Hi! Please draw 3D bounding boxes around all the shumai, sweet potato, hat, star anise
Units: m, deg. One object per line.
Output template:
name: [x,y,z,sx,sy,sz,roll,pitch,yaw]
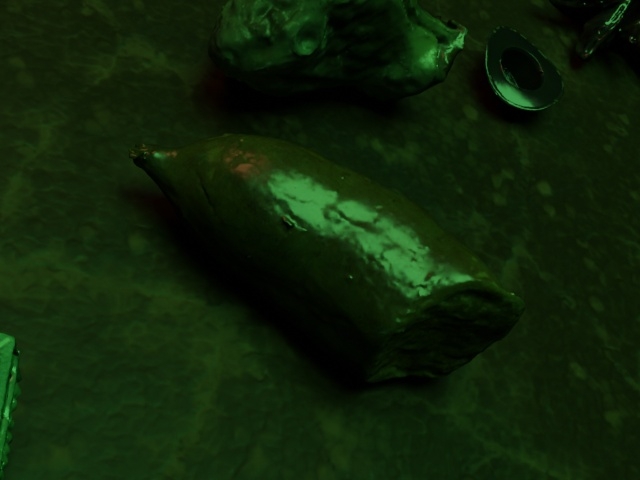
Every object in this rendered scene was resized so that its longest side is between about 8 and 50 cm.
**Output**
shumai: [0.029,-0.221,1.188,0.222,0.225,0.261,45,46,-2]
sweet potato: [0.000,0.000,1.053,0.369,0.158,0.158,37,47,6]
hat: [0.231,-0.196,1.391,0.121,0.050,0.121,14,56,-22]
star anise: [0.418,-0.328,1.528,0.212,0.129,0.283,36,80,13]

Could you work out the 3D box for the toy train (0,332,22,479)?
toy train: [-0.300,0.166,0.790,0.154,0.115,0.269,21,48,-26]
